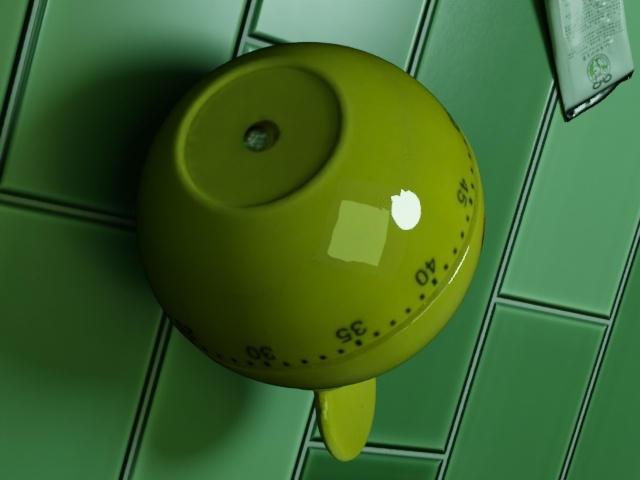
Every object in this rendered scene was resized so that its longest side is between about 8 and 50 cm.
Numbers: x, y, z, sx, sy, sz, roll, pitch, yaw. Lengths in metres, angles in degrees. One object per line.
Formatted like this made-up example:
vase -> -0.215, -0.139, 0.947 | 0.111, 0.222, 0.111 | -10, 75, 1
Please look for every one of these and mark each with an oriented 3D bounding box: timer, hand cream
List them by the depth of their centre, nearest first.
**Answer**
timer -> 0.000, 0.000, 1.084 | 0.376, 0.376, 0.387 | -48, 145, -11
hand cream -> 0.322, -0.318, 1.332 | 0.121, 0.076, 0.336 | -29, 122, -15
